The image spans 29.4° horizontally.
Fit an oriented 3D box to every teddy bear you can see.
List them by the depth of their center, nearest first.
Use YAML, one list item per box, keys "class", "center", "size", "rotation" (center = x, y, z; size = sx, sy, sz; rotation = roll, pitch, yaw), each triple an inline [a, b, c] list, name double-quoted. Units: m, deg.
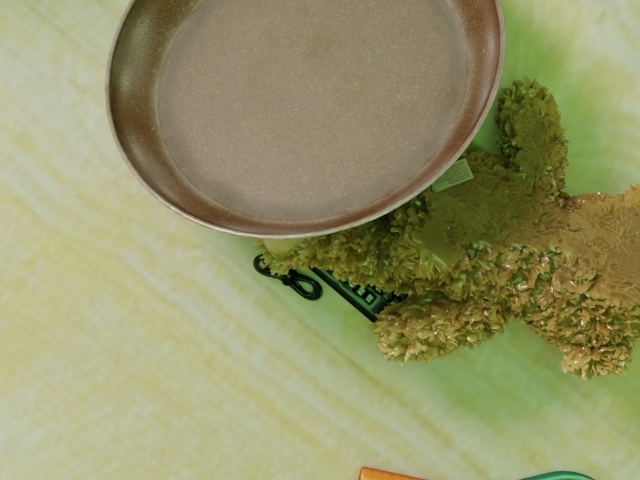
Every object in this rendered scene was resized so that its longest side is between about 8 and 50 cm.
- class: "teddy bear"
  center: [0.112, -0.012, 0.977]
  size: [0.338, 0.113, 0.245]
  rotation: [2, 74, -2]

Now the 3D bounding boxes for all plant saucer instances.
- class: "plant saucer"
  center: [-0.011, -0.134, 0.941]
  size: [0.311, 0.050, 0.310]
  rotation: [-5, 65, 12]

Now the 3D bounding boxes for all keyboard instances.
- class: "keyboard"
  center: [0.000, 0.000, 1.015]
  size: [0.180, 0.023, 0.108]
  rotation: [41, 92, -1]

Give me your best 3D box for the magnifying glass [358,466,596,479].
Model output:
- class: "magnifying glass"
  center: [0.144, 0.227, 1.024]
  size: [0.231, 0.026, 0.092]
  rotation: [12, 92, 0]
